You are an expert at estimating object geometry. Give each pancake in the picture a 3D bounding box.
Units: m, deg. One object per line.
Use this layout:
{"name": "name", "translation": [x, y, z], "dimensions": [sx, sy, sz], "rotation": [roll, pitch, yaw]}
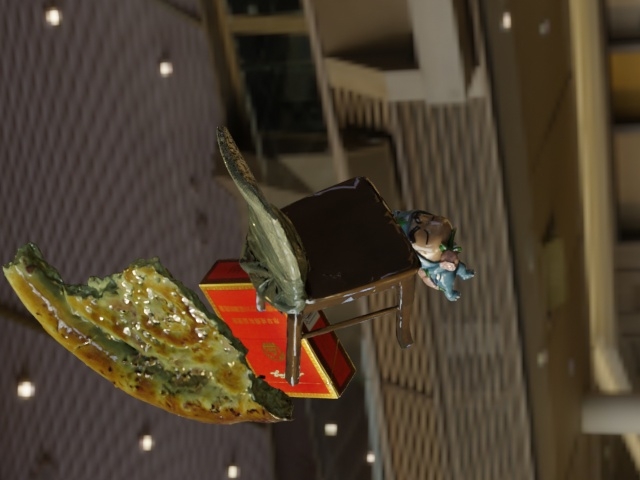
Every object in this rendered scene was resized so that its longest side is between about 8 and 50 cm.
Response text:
{"name": "pancake", "translation": [-0.183, 0.102, 1.462], "dimensions": [0.054, 0.376, 0.197], "rotation": [-45, -32, -47]}

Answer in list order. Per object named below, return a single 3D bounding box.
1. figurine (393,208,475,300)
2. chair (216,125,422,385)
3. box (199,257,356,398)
{"name": "figurine", "translation": [0.193, 0.018, 2.261], "dimensions": [0.178, 0.144, 0.114], "rotation": [43, -121, -28]}
{"name": "chair", "translation": [0.000, 0.000, 1.530], "dimensions": [0.319, 0.186, 0.160], "rotation": [86, 162, -49]}
{"name": "box", "translation": [-0.064, 0.134, 2.116], "dimensions": [0.240, 0.153, 0.074], "rotation": [62, -139, -28]}
